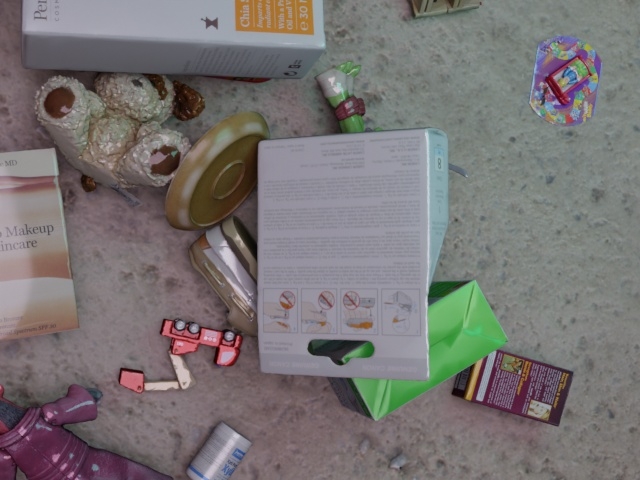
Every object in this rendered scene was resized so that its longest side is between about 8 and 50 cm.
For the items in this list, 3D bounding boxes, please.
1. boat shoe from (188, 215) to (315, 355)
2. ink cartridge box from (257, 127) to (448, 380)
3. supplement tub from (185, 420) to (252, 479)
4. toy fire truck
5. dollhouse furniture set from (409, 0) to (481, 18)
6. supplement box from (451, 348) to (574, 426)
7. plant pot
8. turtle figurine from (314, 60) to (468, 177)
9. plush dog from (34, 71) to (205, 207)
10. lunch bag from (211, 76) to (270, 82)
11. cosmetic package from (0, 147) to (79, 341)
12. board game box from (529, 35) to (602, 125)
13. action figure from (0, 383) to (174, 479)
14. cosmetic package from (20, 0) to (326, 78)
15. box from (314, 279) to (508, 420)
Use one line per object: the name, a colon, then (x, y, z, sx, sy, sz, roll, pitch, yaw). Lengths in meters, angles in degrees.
boat shoe: (-0.114, 0.109, 1.945, 0.103, 0.113, 0.302, -29, 98, 9)
ink cartridge box: (0.049, 0.022, 1.810, 0.308, 0.091, 0.385, -1, 89, 29)
supplement tub: (-0.173, 0.370, 1.937, 0.071, 0.071, 0.107, 36, 83, -9)
toy fire truck: (-0.237, 0.204, 1.938, 0.192, 0.047, 0.135, 14, 87, -13)
dollhouse furniture set: (0.211, -0.517, 2.027, 0.129, 0.129, 0.184, -11, 62, -13)
supplement box: (0.346, 0.258, 2.046, 0.188, 0.081, 0.104, 18, 85, -11)
plant pot: (-0.159, -0.106, 1.871, 0.032, 0.236, 0.236, 38, 81, 21)
turtle figurine: (0.112, -0.183, 1.949, 0.198, 0.274, 0.266, -22, 90, -46)
plush dog: (-0.323, -0.205, 1.877, 0.262, 0.210, 0.225, 27, 64, -6)
lunch bag: (-0.136, -0.421, 1.933, 0.258, 0.120, 0.293, 6, 87, -13)
cosmetic package: (-0.489, 0.008, 1.833, 0.153, 0.129, 0.296, -9, 91, -24)
board game box: (0.462, -0.297, 2.104, 0.133, 0.033, 0.169, 10, 87, -12)
action figure: (-0.418, 0.368, 1.796, 0.248, 0.276, 0.370, -46, 112, -3)
cosmetic package: (-0.230, -0.387, 1.756, 0.453, 0.161, 0.230, -1, 80, -15)
box: (0.148, 0.182, 1.928, 0.262, 0.231, 0.127, -29, 94, -11)
